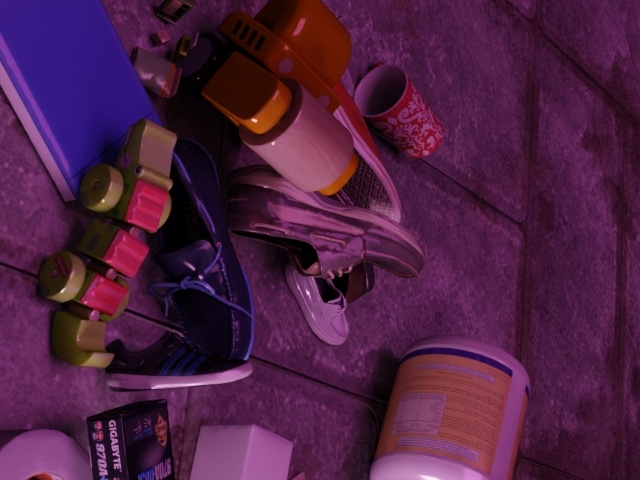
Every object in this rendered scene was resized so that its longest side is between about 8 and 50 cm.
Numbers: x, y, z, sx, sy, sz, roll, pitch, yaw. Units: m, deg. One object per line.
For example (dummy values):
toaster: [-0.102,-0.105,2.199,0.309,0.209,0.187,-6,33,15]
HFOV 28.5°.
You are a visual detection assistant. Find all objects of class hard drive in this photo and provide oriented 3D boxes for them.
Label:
hard drive: [-0.348,-0.243,1.704,0.210,0.040,0.319,-49,122,-46]

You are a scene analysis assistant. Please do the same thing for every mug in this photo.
mug: [0.155,-0.248,2.331,0.169,0.113,0.150,41,54,-46]

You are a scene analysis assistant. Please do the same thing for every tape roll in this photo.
tape roll: [-0.363,0.342,1.545,0.219,0.072,0.219,13,73,-52]

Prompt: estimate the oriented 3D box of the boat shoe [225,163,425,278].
boat shoe: [0.000,0.000,2.012,0.355,0.132,0.130,23,75,-19]

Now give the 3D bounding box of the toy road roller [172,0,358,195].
toy road roller: [-0.045,-0.245,1.872,0.240,0.329,0.202,-49,132,1]

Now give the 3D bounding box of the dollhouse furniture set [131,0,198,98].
dollhouse furniture set: [-0.224,-0.289,1.850,0.076,0.058,0.152,27,57,-25]

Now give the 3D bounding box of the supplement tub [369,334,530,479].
supplement tub: [0.221,0.358,2.189,0.241,0.241,0.331,47,49,-38]

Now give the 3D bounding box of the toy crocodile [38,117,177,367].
toy crocodile: [-0.271,0.003,1.670,0.115,0.105,0.341,32,77,-47]

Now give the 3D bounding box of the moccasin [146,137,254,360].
moccasin: [-0.194,0.023,1.800,0.117,0.137,0.342,3,68,-67]

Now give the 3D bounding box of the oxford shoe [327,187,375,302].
oxford shoe: [0.025,0.001,2.129,0.096,0.082,0.227,-31,107,-47]

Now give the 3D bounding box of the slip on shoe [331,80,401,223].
slip on shoe: [0.052,-0.156,2.172,0.331,0.123,0.101,59,38,-21]

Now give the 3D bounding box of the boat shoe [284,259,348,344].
boat shoe: [0.009,0.099,2.101,0.066,0.063,0.184,-51,123,-45]

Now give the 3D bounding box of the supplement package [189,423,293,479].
supplement package: [-0.123,0.367,1.836,0.105,0.105,0.179,35,57,-44]

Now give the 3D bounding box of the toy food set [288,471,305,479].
toy food set: [-0.017,0.486,1.985,0.128,0.071,0.218,-15,95,-54]

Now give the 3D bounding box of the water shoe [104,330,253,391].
water shoe: [-0.193,0.162,1.727,0.203,0.073,0.080,-3,84,-12]

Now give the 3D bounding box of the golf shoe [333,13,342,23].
golf shoe: [-0.021,-0.340,2.165,0.176,0.069,0.086,-36,132,-47]

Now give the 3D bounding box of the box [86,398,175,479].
box: [-0.243,0.305,1.653,0.220,0.051,0.175,19,64,-82]
